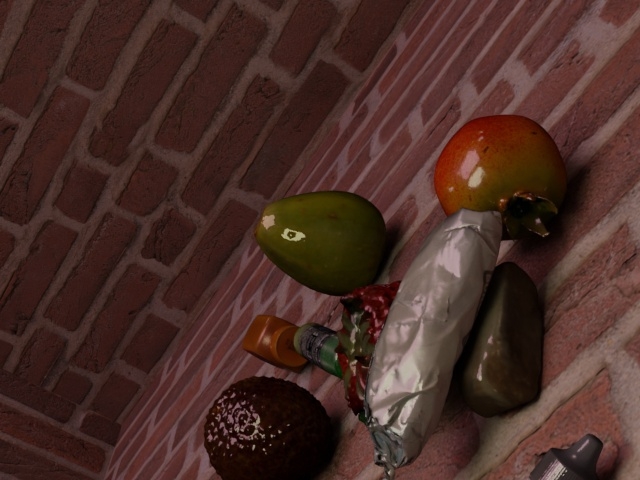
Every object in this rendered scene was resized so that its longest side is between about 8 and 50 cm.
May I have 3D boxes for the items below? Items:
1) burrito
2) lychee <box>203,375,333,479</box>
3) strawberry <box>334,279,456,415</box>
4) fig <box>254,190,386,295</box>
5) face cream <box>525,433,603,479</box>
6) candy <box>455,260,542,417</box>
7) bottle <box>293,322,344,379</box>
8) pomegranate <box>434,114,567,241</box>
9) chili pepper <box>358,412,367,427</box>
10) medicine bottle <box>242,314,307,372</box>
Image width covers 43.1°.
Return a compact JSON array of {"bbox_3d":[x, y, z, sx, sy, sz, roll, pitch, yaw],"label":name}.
[{"bbox_3d":[0.152,0.152,1.207,0.139,0.101,0.445,8,69,45],"label":"burrito"},{"bbox_3d":[-0.106,0.401,1.686,0.260,0.261,0.260,-53,16,23],"label":"lychee"},{"bbox_3d":[0.151,0.178,1.406,0.261,0.258,0.261,180,90,-70],"label":"strawberry"},{"bbox_3d":[0.000,0.000,1.954,0.258,0.326,0.258,-171,90,-72],"label":"fig"},{"bbox_3d":[0.238,0.359,0.962,0.311,0.092,0.092,-57,15,10],"label":"face cream"},{"bbox_3d":[0.271,0.147,1.228,0.104,0.102,0.234,-43,22,47],"label":"candy"},{"bbox_3d":[0.022,0.252,1.854,0.093,0.093,0.330,-62,15,-7],"label":"bottle"},{"bbox_3d":[0.309,-0.097,1.356,0.221,0.221,0.256,-54,32,21],"label":"pomegranate"},{"bbox_3d":[0.128,0.233,1.609,0.122,0.065,0.278,-1,62,63],"label":"chili pepper"},{"bbox_3d":[-0.101,0.269,2.109,0.112,0.149,0.222,-64,16,-12],"label":"medicine bottle"}]
